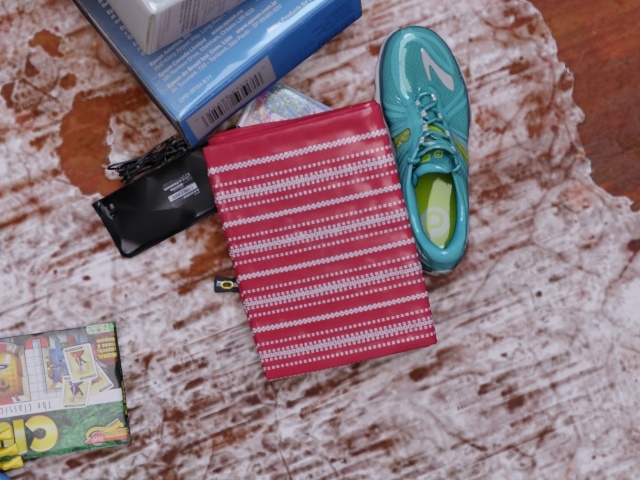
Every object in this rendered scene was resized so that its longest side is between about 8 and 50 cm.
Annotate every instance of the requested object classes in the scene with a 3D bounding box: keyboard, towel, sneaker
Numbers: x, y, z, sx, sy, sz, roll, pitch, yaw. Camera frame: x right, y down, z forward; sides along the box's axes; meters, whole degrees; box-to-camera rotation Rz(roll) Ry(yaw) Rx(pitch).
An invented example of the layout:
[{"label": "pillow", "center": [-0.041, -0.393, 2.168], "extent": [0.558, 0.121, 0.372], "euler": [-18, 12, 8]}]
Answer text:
[{"label": "keyboard", "center": [-0.154, -0.066, 1.680], "extent": [0.192, 0.038, 0.100], "euler": [-28, 96, 7]}, {"label": "towel", "center": [0.000, 0.000, 1.641], "extent": [0.199, 0.031, 0.275], "euler": [-13, 98, 9]}, {"label": "sneaker", "center": [0.123, -0.100, 1.659], "extent": [0.107, 0.110, 0.275], "euler": [-8, 88, -4]}]

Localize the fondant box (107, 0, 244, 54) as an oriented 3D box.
[{"label": "fondant box", "center": [-0.101, -0.369, 1.533], "extent": [0.330, 0.096, 0.238], "euler": [-33, 78, -19]}]

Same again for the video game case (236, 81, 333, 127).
[{"label": "video game case", "center": [-0.036, -0.082, 1.695], "extent": [0.143, 0.019, 0.157], "euler": [28, 87, -1]}]

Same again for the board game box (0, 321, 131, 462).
[{"label": "board game box", "center": [-0.342, 0.172, 1.664], "extent": [0.260, 0.030, 0.136], "euler": [-8, 90, -3]}]

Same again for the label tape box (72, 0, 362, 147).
[{"label": "label tape box", "center": [-0.150, -0.306, 1.644], "extent": [0.241, 0.106, 0.333], "euler": [-38, 76, -4]}]

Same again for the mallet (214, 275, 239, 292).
[{"label": "mallet", "center": [-0.020, 0.043, 1.685], "extent": [0.190, 0.039, 0.062], "euler": [10, 89, 1]}]

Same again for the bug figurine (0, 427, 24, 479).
[{"label": "bug figurine", "center": [-0.458, 0.213, 1.605], "extent": [0.279, 0.072, 0.216], "euler": [-15, 92, -6]}]
